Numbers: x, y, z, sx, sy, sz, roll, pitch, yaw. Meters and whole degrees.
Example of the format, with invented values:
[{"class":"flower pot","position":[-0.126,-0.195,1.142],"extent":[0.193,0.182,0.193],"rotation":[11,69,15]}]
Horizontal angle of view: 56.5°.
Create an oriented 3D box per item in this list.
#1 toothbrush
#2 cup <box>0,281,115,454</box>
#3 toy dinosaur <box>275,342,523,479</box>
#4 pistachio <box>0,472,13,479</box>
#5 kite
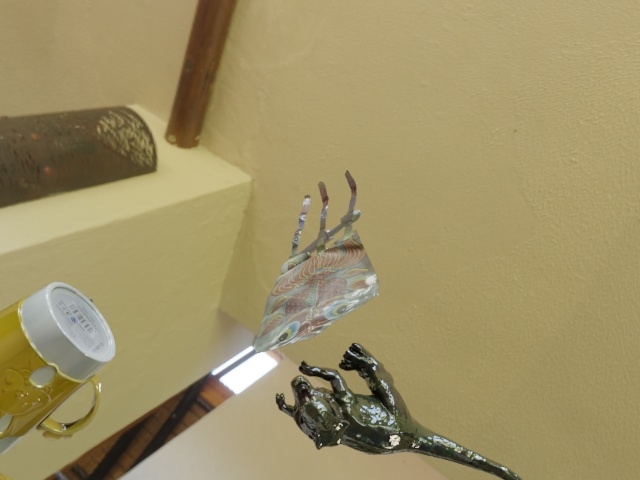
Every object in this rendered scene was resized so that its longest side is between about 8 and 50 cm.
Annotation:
[{"class":"toothbrush","position":[0.002,0.000,0.845],"extent":[0.194,0.017,0.014],"rotation":[-39,-110,54]},{"class":"cup","position":[-0.426,0.201,0.897],"extent":[0.226,0.185,0.241],"rotation":[-36,-61,2]},{"class":"toy dinosaur","position":[0.049,0.174,0.492],"extent":[0.179,0.187,0.087],"rotation":[47,-66,33]},{"class":"pistachio","position":[-0.458,0.349,0.710],"extent":[0.110,0.189,0.100],"rotation":[62,-32,16]},{"class":"kite","position":[0.004,0.008,0.559],"extent":[0.127,0.229,0.016],"rotation":[-22,-56,24]}]
